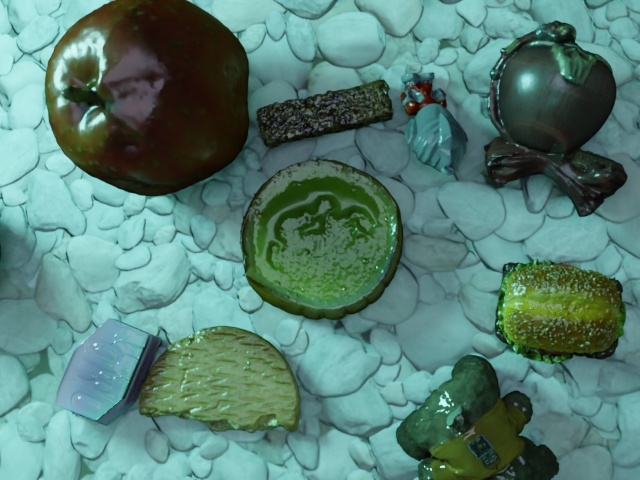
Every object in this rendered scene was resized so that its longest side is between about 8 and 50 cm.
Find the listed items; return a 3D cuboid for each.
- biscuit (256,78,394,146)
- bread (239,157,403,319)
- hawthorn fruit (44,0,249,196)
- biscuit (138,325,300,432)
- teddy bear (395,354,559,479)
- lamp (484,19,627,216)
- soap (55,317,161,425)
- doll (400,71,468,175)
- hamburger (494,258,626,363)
[{"bbox_3d":[0.007,-0.184,1.139,0.199,0.034,0.064,-13,79,4],"label":"biscuit"},{"bbox_3d":[0.000,0.000,1.087,0.236,0.070,0.236,-1,80,5],"label":"bread"},{"bbox_3d":[-0.237,-0.193,1.053,0.275,0.299,0.275,3,97,24],"label":"hawthorn fruit"},{"bbox_3d":[-0.136,0.191,1.084,0.224,0.033,0.144,2,77,7],"label":"biscuit"},{"bbox_3d":[0.205,0.260,0.985,0.177,0.140,0.190,-41,86,-5],"label":"teddy bear"},{"bbox_3d":[0.326,-0.172,1.055,0.215,0.151,0.223,20,125,16],"label":"lamp"},{"bbox_3d":[-0.300,0.185,1.093,0.100,0.056,0.149,21,82,13],"label":"soap"},{"bbox_3d":[0.158,-0.165,1.102,0.094,0.079,0.180,-4,63,-18],"label":"doll"},{"bbox_3d":[0.315,0.094,1.022,0.166,0.087,0.137,8,80,8],"label":"hamburger"}]
